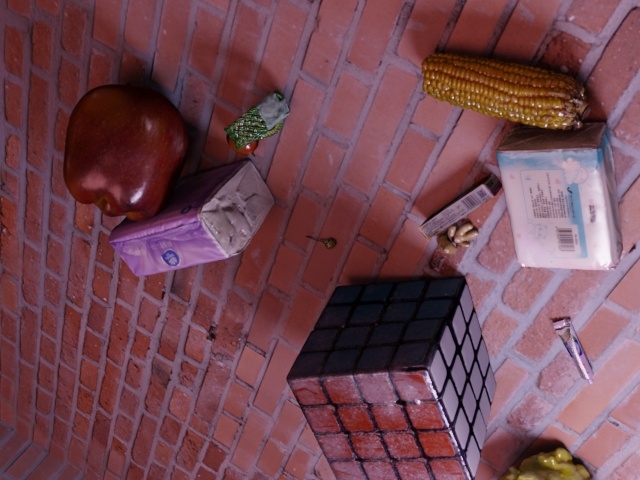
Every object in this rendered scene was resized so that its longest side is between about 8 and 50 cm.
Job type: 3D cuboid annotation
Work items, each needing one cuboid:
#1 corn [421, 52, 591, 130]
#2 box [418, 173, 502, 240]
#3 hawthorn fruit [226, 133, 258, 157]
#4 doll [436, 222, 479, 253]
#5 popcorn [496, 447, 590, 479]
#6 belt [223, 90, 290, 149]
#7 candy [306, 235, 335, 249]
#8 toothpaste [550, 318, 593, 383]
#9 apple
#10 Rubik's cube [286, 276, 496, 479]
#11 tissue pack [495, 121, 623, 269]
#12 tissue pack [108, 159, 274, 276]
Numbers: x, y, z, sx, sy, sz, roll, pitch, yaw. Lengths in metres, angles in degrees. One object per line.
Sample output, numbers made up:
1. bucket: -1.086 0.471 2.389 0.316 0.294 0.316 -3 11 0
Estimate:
1. corn: 0.331 -0.274 1.561 0.318 0.115 0.115 17 131 21
2. box: 0.288 -0.068 1.791 0.041 0.050 0.207 48 135 -4
3. hawthorn fruit: -0.175 -0.230 1.949 0.077 0.077 0.077 17 132 21
4. doll: 0.294 -0.007 1.855 0.093 0.051 0.061 -40 98 16
5. popcorn: 0.539 0.640 2.061 0.293 0.237 0.293 15 132 17
6. belt: -0.129 -0.254 1.855 0.151 0.121 0.079 -38 99 4
7. candy: 0.000 0.000 2.056 0.083 0.023 0.025 22 142 30
8. toothpaste: 0.560 0.244 1.882 0.045 0.028 0.170 -19 108 34
9. apple: -0.443 -0.210 1.955 0.288 0.316 0.288 12 168 3
10. Rubik's cube: 0.175 0.316 1.941 0.345 0.337 0.343 -7 120 26
11. tissue pack: 0.455 -0.082 1.621 0.202 0.124 0.271 3 124 32
12. tissue pack: -0.301 -0.046 2.053 0.338 0.242 0.160 -11 120 39
